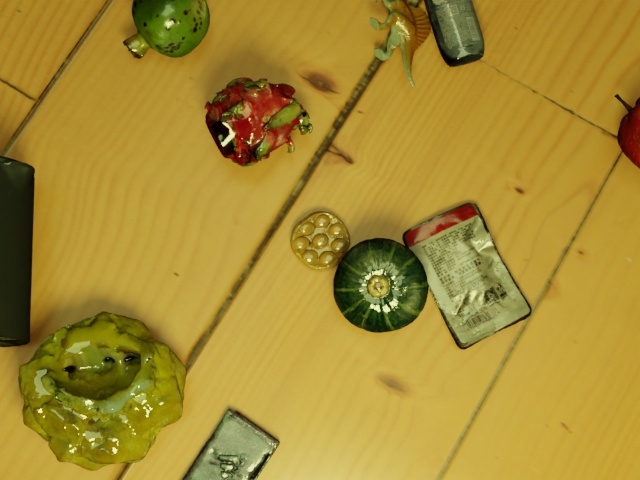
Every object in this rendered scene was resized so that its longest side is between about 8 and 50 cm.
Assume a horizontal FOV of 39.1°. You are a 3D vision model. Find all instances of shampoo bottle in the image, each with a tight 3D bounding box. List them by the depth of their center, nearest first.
[{"bbox_3d":[0.243,-0.447,1.706,0.087,0.049,0.234,-15,81,-3],"label":"shampoo bottle"}]

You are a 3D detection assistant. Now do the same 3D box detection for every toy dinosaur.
[{"bbox_3d":[0.161,-0.398,1.704,0.142,0.057,0.212,-30,94,-26],"label":"toy dinosaur"}]

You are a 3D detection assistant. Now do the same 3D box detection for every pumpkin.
[{"bbox_3d":[0.104,0.081,1.570,0.167,0.125,0.167,0,79,0],"label":"pumpkin"}]

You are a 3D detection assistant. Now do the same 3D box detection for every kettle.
[{"bbox_3d":[-0.605,0.025,1.548,0.203,0.262,0.308,10,74,-36],"label":"kettle"}]

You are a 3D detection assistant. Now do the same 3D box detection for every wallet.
[{"bbox_3d":[-0.158,0.388,1.556,0.111,0.030,0.166,33,79,9],"label":"wallet"}]

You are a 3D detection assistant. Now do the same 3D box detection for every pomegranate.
[{"bbox_3d":[-0.283,-0.401,1.644,0.169,0.122,0.143,-41,113,-11],"label":"pomegranate"}]

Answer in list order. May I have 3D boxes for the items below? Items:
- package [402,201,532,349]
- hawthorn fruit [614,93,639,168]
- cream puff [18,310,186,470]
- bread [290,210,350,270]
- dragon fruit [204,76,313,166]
[{"bbox_3d":[0.265,0.060,1.627,0.154,0.030,0.239,-25,82,-5],"label":"package"},{"bbox_3d":[0.609,-0.203,1.629,0.194,0.157,0.157,39,81,15],"label":"hawthorn fruit"},{"bbox_3d":[-0.365,0.249,1.497,0.281,0.185,0.282,0,84,-3],"label":"cream puff"},{"bbox_3d":[0.000,0.000,1.632,0.110,0.024,0.110,0,81,-2],"label":"bread"},{"bbox_3d":[-0.108,-0.212,1.604,0.172,0.160,0.166,-28,63,-8],"label":"dragon fruit"}]
